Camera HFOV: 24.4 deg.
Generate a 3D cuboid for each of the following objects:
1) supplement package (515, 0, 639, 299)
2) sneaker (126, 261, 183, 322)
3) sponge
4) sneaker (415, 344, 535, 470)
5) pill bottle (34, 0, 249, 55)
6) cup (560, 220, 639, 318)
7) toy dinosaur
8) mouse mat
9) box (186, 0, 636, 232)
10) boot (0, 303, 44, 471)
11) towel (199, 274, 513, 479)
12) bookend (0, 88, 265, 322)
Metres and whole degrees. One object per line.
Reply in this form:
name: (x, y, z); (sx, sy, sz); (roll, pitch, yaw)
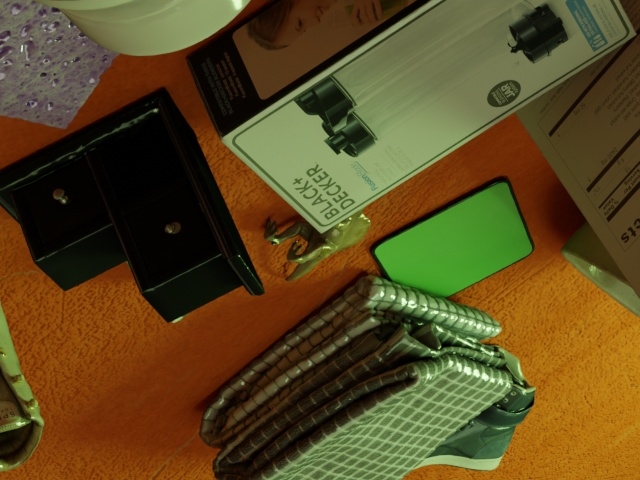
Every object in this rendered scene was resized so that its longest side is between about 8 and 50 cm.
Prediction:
supplement package: (0.307, -0.075, 1.159); (0.177, 0.293, 0.175); (5, 135, -42)
sneaker: (-0.121, 0.012, 1.242); (0.076, 0.065, 0.166); (-28, 153, -4)
sponge: (-0.219, -0.136, 0.942); (0.210, 0.031, 0.117); (10, 134, -46)
sneaker: (0.148, 0.194, 1.741); (0.226, 0.086, 0.163); (4, 132, -30)
pill bottle: (-0.133, -0.217, 0.742); (0.161, 0.161, 0.283); (-29, 151, 6)
cup: (0.441, 0.010, 1.477); (0.237, 0.331, 0.331); (-55, 148, 1)
toy dinosaur: (0.000, 0.000, 1.324); (0.092, 0.053, 0.183); (1, 142, -42)
mouse mat: (0.137, 0.009, 1.499); (0.152, 0.007, 0.190); (-28, 151, 4)
box: (0.069, -0.142, 1.093); (0.290, 0.087, 0.169); (-31, 145, 10)
boot: (-0.266, 0.070, 1.106); (0.077, 0.165, 0.213); (-20, 153, -12)
towel: (0.046, 0.174, 1.568); (0.283, 0.121, 0.235); (-38, 147, 24)
bookend: (-0.146, -0.004, 1.093); (0.157, 0.156, 0.072); (-26, 152, 2)
